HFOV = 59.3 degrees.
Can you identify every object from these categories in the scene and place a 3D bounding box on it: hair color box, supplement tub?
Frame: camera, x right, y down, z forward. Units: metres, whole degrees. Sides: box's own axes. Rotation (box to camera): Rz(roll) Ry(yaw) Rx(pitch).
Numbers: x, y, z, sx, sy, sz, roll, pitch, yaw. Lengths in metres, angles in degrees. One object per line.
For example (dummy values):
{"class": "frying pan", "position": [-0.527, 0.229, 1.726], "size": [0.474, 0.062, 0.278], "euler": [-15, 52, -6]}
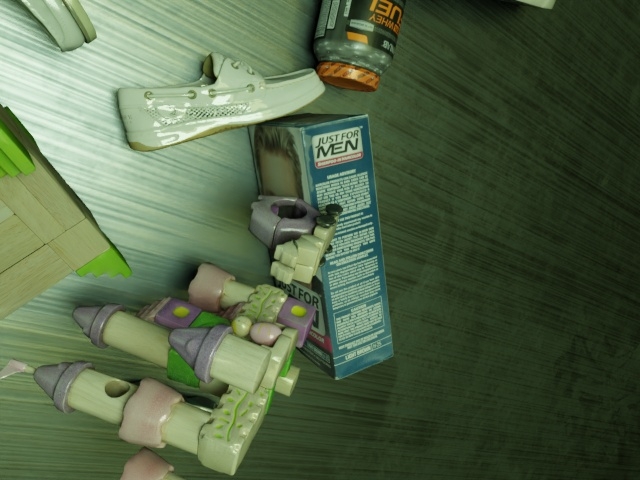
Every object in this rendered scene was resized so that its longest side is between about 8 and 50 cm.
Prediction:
{"class": "hair color box", "position": [0.000, 0.000, 0.802], "size": [0.105, 0.174, 0.347], "euler": [-16, 109, -26]}
{"class": "supplement tub", "position": [0.057, -0.316, 0.795], "size": [0.117, 0.117, 0.190], "euler": [8, 98, -32]}

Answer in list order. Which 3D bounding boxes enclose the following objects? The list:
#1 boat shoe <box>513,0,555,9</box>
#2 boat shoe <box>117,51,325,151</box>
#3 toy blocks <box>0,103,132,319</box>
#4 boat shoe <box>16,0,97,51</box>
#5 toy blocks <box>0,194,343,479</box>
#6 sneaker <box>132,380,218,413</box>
{"class": "boat shoe", "position": [0.283, -0.451, 0.846], "size": [0.341, 0.127, 0.158], "euler": [-14, 125, -47]}
{"class": "boat shoe", "position": [-0.121, -0.196, 0.728], "size": [0.277, 0.098, 0.096], "euler": [-22, 113, -24]}
{"class": "toy blocks", "position": [-0.407, -0.034, 0.544], "size": [0.261, 0.191, 0.381], "euler": [-37, 135, -12]}
{"class": "boat shoe", "position": [-0.362, -0.305, 0.557], "size": [0.103, 0.113, 0.302], "euler": [-45, 109, -13]}
{"class": "toy blocks", "position": [-0.161, 0.102, 0.645], "size": [0.288, 0.260, 0.308], "euler": [-56, 164, -57]}
{"class": "sneaker", "position": [-0.212, 0.248, 0.807], "size": [0.152, 0.054, 0.061], "euler": [33, 87, -33]}
